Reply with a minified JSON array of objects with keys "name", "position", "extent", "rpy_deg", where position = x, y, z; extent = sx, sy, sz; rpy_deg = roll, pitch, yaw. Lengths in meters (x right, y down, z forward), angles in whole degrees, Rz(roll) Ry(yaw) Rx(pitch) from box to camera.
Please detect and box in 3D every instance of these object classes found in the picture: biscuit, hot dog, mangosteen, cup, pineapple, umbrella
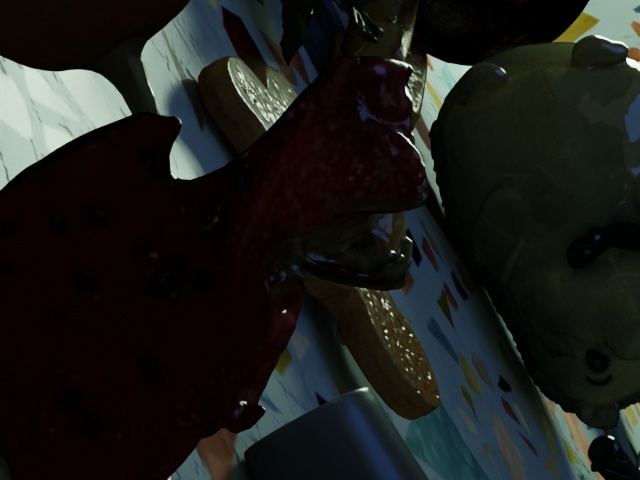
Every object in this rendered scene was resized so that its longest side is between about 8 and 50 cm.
[{"name":"biscuit","position":[-0.001,0.000,0.958],"extent":[0.250,0.036,0.165],"rpy_deg":[61,15,8]},{"name":"hot dog","position":[0.050,-0.155,1.331],"extent":[0.250,0.076,0.104],"rpy_deg":[-71,152,-65]},{"name":"mangosteen","position":[0.166,-0.337,1.561],"extent":[0.297,0.313,0.297],"rpy_deg":[26,34,-19]},{"name":"cup","position":[0.009,0.120,0.732],"extent":[0.077,0.078,0.100],"rpy_deg":[61,-20,11]},{"name":"pineapple","position":[-0.008,-0.245,1.221],"extent":[0.277,0.119,0.130],"rpy_deg":[-91,-165,-56]},{"name":"umbrella","position":[0.329,0.270,1.565],"extent":[0.250,0.052,0.053],"rpy_deg":[52,20,-38]}]

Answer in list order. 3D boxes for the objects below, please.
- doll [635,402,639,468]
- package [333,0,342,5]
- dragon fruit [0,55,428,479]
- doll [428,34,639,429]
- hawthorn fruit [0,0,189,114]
[{"name":"doll","position":[0.381,0.110,1.845],"extent":[0.348,0.161,0.423],"rpy_deg":[66,9,-50]},{"name":"package","position":[0.005,-0.243,1.401],"extent":[0.059,0.029,0.083],"rpy_deg":[51,13,-27]},{"name":"dragon fruit","position":[-0.040,0.001,0.534],"extent":[0.122,0.192,0.092],"rpy_deg":[50,21,7]},{"name":"doll","position":[0.236,-0.009,1.420],"extent":[0.247,0.247,0.350],"rpy_deg":[-45,123,-74]},{"name":"hawthorn fruit","position":[-0.111,-0.158,0.606],"extent":[0.199,0.199,0.251],"rpy_deg":[-67,140,-71]}]
